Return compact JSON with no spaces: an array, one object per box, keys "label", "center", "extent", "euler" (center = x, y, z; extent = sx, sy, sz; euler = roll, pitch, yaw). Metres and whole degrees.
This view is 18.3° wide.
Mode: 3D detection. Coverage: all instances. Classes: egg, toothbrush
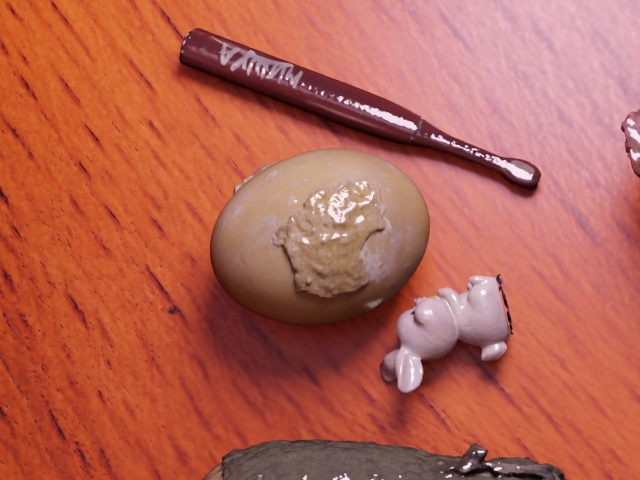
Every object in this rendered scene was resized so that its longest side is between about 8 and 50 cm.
[{"label":"egg","center":[-0.001,-0.003,1.787],"extent":[0.202,0.164,0.164],"euler":[-15,80,7]},{"label":"toothbrush","center":[0.036,-0.123,1.863],"extent":[0.364,0.041,0.040],"euler":[21,85,9]}]

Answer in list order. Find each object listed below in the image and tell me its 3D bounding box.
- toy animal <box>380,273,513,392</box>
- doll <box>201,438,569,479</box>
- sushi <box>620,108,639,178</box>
[{"label":"toy animal","center":[0.112,0.080,1.809],"extent":[0.124,0.071,0.085],"euler":[-15,99,-4]},{"label":"doll","center":[0.053,0.284,1.717],"extent":[0.350,0.247,0.247],"euler":[-7,81,-1]},{"label":"sushi","center":[0.391,-0.047,1.746],"extent":[0.236,0.171,0.270],"euler":[-45,77,-1]}]
